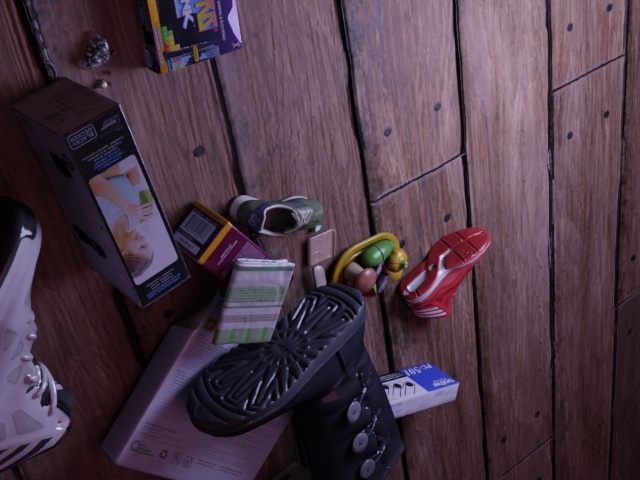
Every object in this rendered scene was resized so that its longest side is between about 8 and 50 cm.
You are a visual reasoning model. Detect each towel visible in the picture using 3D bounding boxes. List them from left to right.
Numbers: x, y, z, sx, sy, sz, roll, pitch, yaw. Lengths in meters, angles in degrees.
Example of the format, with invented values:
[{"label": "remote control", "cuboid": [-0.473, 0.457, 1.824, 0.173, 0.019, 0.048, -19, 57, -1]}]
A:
[{"label": "towel", "cuboid": [-0.110, 0.097, 1.453, 0.113, 0.023, 0.152, 3, 116, -37]}]

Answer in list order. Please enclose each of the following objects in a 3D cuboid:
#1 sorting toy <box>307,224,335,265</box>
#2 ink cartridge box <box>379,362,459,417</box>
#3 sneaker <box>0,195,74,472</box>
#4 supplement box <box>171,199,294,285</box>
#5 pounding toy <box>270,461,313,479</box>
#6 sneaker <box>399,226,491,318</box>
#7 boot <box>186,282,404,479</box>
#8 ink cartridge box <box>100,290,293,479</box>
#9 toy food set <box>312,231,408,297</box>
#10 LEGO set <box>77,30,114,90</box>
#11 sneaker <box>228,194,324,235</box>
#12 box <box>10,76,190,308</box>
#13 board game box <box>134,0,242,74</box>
[{"label": "sorting toy", "cuboid": [0.000, 0.000, 1.642, 0.062, 0.012, 0.083, -21, 123, -34]}, {"label": "ink cartridge box", "cuboid": [0.182, 0.314, 1.897, 0.207, 0.097, 0.046, -8, 116, -38]}, {"label": "sneaker", "cuboid": [-0.444, 0.150, 1.269, 0.257, 0.169, 0.447, 12, 111, -52]}, {"label": "supplement box", "cuboid": [-0.144, 0.028, 1.471, 0.081, 0.104, 0.188, -52, 134, -5]}, {"label": "pounding toy", "cuboid": [-0.048, 0.523, 1.825, 0.141, 0.100, 0.130, -34, 115, -26]}, {"label": "sneaker", "cuboid": [0.264, 0.073, 1.869, 0.221, 0.087, 0.128, -35, 139, -6]}, {"label": "boot", "cuboid": [-0.025, 0.345, 1.634, 0.367, 0.146, 0.445, -34, 135, -23]}, {"label": "ink cartridge box", "cuboid": [-0.173, 0.272, 1.597, 0.324, 0.071, 0.330, 34, 85, -45]}, {"label": "toy food set", "cuboid": [0.092, 0.071, 1.708, 0.218, 0.071, 0.128, -26, 129, -32]}, {"label": "LEGO set", "cuboid": [-0.302, -0.246, 1.253, 0.054, 0.023, 0.083, -38, 131, -20]}, {"label": "sneaker", "cuboid": [-0.055, -0.035, 1.525, 0.192, 0.086, 0.064, 2, 110, -41]}, {"label": "box", "cuboid": [-0.299, -0.064, 1.251, 0.087, 0.169, 0.290, -35, 129, -25]}, {"label": "board game box", "cuboid": [-0.190, -0.337, 1.284, 0.141, 0.048, 0.170, -25, 126, -27]}]
